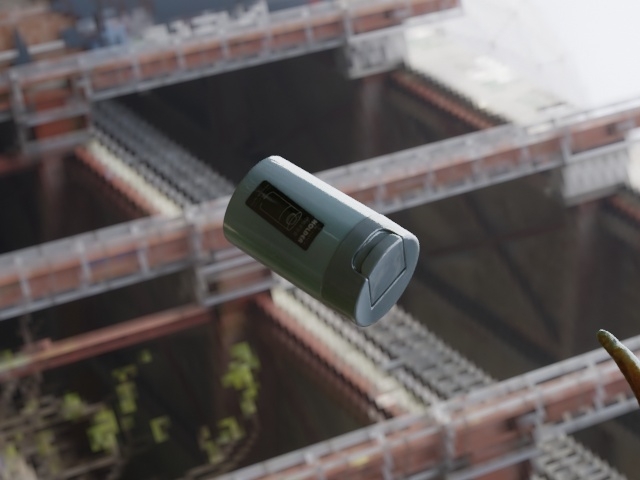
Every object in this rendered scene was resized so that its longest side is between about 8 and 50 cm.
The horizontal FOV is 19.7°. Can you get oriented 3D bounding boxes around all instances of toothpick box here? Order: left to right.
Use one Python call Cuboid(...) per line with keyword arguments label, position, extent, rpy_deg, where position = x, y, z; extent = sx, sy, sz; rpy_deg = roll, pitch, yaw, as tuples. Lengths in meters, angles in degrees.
Cuboid(label="toothpick box", position=(0.000, 0.000, 0.890), extent=(0.083, 0.052, 0.052), rpy_deg=(31, -45, 24))

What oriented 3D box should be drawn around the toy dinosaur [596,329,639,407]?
Cuboid(label="toy dinosaur", position=(0.172, 0.139, 0.842), extent=(0.187, 0.106, 0.044), rpy_deg=(39, -12, -13))
